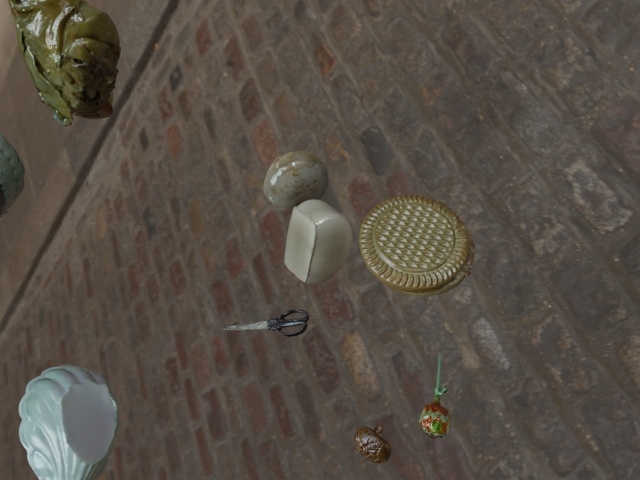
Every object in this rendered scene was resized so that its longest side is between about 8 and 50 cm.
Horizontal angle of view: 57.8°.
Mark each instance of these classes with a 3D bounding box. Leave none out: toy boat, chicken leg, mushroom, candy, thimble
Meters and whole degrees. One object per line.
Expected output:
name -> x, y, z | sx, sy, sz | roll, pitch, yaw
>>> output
toy boat -> -0.470, 0.357, 1.123 | 0.100, 0.200, 0.290 | -40, 48, 31
chicken leg -> -0.509, -0.422, 1.027 | 0.202, 0.429, 0.152 | -17, 35, 19
mushroom -> 0.158, 0.625, 1.770 | 0.126, 0.085, 0.109 | 31, 106, 19
mushroom -> -0.102, -0.229, 2.077 | 0.244, 0.244, 0.243 | -3, 85, 45
candy -> 0.327, 0.426, 1.615 | 0.078, 0.287, 0.084 | -4, 121, 18
thimble -> -0.754, -0.137, 1.230 | 0.237, 0.237, 0.150 | -34, 25, 38

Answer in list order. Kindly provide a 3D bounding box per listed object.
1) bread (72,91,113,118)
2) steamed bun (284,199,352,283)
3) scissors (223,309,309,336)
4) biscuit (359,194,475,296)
bread -> -0.619, -0.380, 1.555 | 0.156, 0.125, 0.086 | -16, 62, 45
steamed bun -> 0.000, 0.000, 1.734 | 0.146, 0.164, 0.241 | 43, 133, 40
scissors -> -0.185, 0.280, 1.920 | 0.300, 0.022, 0.109 | -6, 40, 14
biscuit -> 0.213, 0.010, 1.277 | 0.079, 0.259, 0.259 | 91, 154, -58
